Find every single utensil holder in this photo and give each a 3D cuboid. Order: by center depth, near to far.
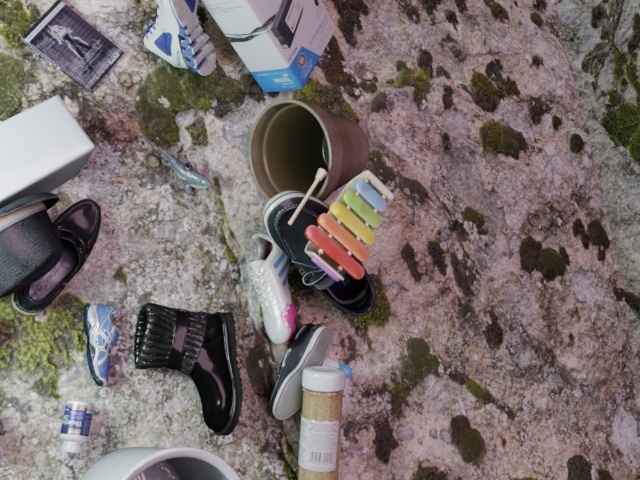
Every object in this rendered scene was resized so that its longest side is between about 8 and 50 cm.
[{"bbox_3d":[-0.380,0.634,1.595,0.327,0.385,0.328,8,73,-28],"label":"utensil holder"}]

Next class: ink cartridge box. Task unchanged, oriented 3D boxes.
[{"bbox_3d":[0.018,0.446,2.068,0.104,0.060,0.180,26,66,-22],"label":"ink cartridge box"},{"bbox_3d":[-0.149,-0.688,2.101,0.395,0.166,0.285,52,54,-43],"label":"ink cartridge box"}]

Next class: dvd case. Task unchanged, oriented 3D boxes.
[{"bbox_3d":[-0.678,-0.535,1.932,0.221,0.018,0.164,39,63,-18],"label":"dvd case"}]

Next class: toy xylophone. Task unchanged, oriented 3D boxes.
[{"bbox_3d":[0.052,-0.053,1.882,0.236,0.081,0.323,34,67,-22],"label":"toy xylophone"}]

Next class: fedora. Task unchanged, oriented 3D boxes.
[{"bbox_3d":[-0.708,0.035,1.587,0.334,0.334,0.152,-37,94,-32],"label":"fedora"}]

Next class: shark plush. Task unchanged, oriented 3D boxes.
[{"bbox_3d":[-0.379,-0.206,1.995,0.073,0.067,0.161,-43,101,-31],"label":"shark plush"}]

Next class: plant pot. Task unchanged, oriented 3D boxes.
[{"bbox_3d":[-0.008,-0.263,2.117,0.280,0.323,0.323,-13,84,-50],"label":"plant pot"}]

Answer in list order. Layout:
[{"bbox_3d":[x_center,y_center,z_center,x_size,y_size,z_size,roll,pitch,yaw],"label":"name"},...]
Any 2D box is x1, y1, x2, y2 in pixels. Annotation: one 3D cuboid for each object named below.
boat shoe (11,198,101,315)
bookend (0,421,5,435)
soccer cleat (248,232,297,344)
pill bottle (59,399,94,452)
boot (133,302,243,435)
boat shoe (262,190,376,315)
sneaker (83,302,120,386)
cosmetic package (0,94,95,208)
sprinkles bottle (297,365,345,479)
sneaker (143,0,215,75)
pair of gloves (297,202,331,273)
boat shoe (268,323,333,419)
[{"bbox_3d":[-0.646,0.028,1.752,0.127,0.113,0.340,39,61,-16],"label":"boat shoe"},{"bbox_3d":[-0.792,0.422,1.541,0.156,0.157,0.072,-17,86,-33],"label":"bookend"},{"bbox_3d":[-0.151,0.132,2.014,0.143,0.116,0.331,18,60,-41],"label":"soccer cleat"},{"bbox_3d":[-0.594,0.452,1.703,0.067,0.067,0.120,15,71,-27],"label":"pill bottle"},{"bbox_3d":[-0.353,0.338,1.832,0.260,0.131,0.348,8,63,-36],"label":"boot"},{"bbox_3d":[0.015,0.047,2.004,0.187,0.156,0.500,-37,128,1],"label":"boat shoe"},{"bbox_3d":[-0.547,0.261,1.771,0.081,0.080,0.211,-2,80,-28],"label":"sneaker"},{"bbox_3d":[-0.782,-0.142,1.647,0.453,0.230,0.161,-38,98,-32],"label":"cosmetic package"},{"bbox_3d":[0.000,0.534,1.952,0.121,0.121,0.355,3,91,-30],"label":"sprinkles bottle"},{"bbox_3d":[-0.431,-0.611,1.982,0.127,0.182,0.315,-59,146,-43],"label":"sneaker"},{"bbox_3d":[0.000,0.000,2.184,0.204,0.042,0.240,-3,77,-28],"label":"pair of gloves"},{"bbox_3d":[-0.069,0.374,2.022,0.302,0.091,0.114,-55,133,-28],"label":"boat shoe"}]
